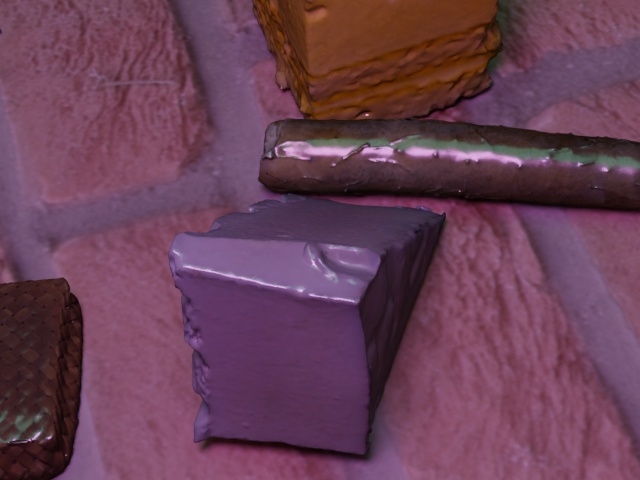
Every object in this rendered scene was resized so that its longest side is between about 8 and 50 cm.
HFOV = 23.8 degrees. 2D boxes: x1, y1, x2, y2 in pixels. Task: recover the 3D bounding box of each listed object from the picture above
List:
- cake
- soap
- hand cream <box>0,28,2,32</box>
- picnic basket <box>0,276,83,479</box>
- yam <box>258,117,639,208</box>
[{"bbox_3d":[0.049,-0.280,1.452,0.228,0.286,0.222,-18,53,-9],"label":"cake"},{"bbox_3d":[0.000,0.000,1.257,0.159,0.257,0.302,8,52,13],"label":"soap"},{"bbox_3d":[-0.485,-0.300,1.662,0.121,0.076,0.336,-36,64,-15],"label":"hand cream"},{"bbox_3d":[-0.265,0.116,1.316,0.110,0.055,0.193,-5,54,1],"label":"picnic basket"},{"bbox_3d":[0.127,-0.073,1.419,0.372,0.083,0.083,3,52,5],"label":"yam"}]
